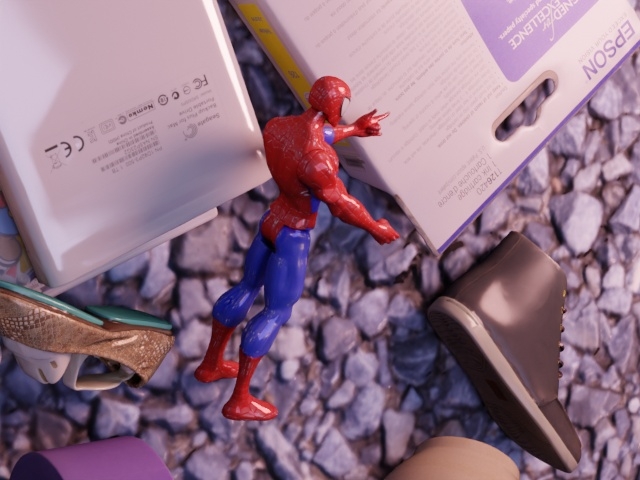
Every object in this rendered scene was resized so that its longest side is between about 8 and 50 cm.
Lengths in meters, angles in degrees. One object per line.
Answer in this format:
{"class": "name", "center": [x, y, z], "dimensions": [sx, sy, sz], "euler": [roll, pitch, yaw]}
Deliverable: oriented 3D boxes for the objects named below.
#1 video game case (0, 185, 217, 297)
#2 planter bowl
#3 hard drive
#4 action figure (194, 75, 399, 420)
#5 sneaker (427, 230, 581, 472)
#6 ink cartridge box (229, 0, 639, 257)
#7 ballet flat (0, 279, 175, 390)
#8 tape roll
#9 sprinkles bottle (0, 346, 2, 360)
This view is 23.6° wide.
{"class": "video game case", "center": [-0.204, -0.066, 1.145], "dimensions": [0.227, 0.026, 0.206], "euler": [-27, 111, -25]}
{"class": "planter bowl", "center": [0.116, 0.239, 1.332], "dimensions": [0.162, 0.162, 0.109], "euler": [42, 49, -30]}
{"class": "hard drive", "center": [-0.168, -0.146, 1.115], "dimensions": [0.203, 0.040, 0.307], "euler": [-29, 112, -26]}
{"class": "action figure", "center": [0.000, 0.000, 1.195], "dimensions": [0.139, 0.091, 0.280], "euler": [-5, 124, -34]}
{"class": "sneaker", "center": [0.200, 0.104, 1.390], "dimensions": [0.118, 0.083, 0.222], "euler": [-44, 117, -19]}
{"class": "ink cartridge box", "center": [0.103, -0.200, 1.291], "dimensions": [0.303, 0.072, 0.307], "euler": [-45, 120, -19]}
{"class": "ballet flat", "center": [-0.180, 0.076, 1.125], "dimensions": [0.206, 0.073, 0.067], "euler": [21, 90, -55]}
{"class": "tape roll", "center": [-0.163, 0.242, 1.126], "dimensions": [0.080, 0.189, 0.189], "euler": [-6, 101, -30]}
{"class": "sprinkles bottle", "center": [-0.346, -0.036, 1.007], "dimensions": [0.121, 0.121, 0.355], "euler": [-36, 115, -22]}
